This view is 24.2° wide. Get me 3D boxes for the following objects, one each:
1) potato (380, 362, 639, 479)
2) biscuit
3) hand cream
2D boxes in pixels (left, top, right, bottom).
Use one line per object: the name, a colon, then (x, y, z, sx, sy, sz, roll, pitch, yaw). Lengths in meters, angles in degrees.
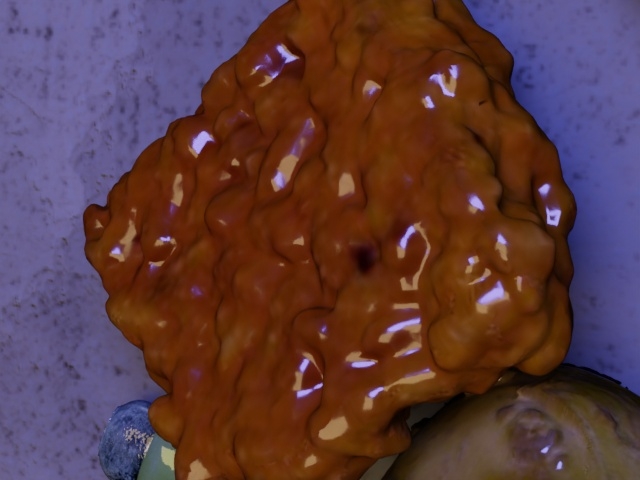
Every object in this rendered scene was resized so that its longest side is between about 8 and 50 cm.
potato: (0.159, 0.217, 0.875, 0.300, 0.196, 0.246, 28, 111, 18)
biscuit: (0.000, 0.000, 0.906, 0.312, 0.111, 0.318, -43, 53, 25)
hand cream: (-0.077, 0.176, 1.066, 0.175, 0.046, 0.095, 25, 108, 14)
